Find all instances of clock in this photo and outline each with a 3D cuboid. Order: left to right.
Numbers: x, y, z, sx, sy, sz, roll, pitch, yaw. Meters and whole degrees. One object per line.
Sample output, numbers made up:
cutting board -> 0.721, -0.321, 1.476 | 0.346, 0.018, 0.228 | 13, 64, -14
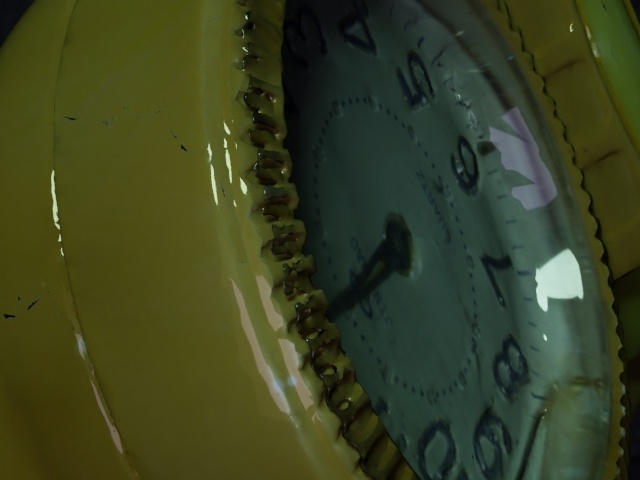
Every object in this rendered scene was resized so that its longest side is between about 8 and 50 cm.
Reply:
clock -> 0.000, 0.000, 0.544 | 0.200, 0.317, 0.244 | -22, 104, 26
